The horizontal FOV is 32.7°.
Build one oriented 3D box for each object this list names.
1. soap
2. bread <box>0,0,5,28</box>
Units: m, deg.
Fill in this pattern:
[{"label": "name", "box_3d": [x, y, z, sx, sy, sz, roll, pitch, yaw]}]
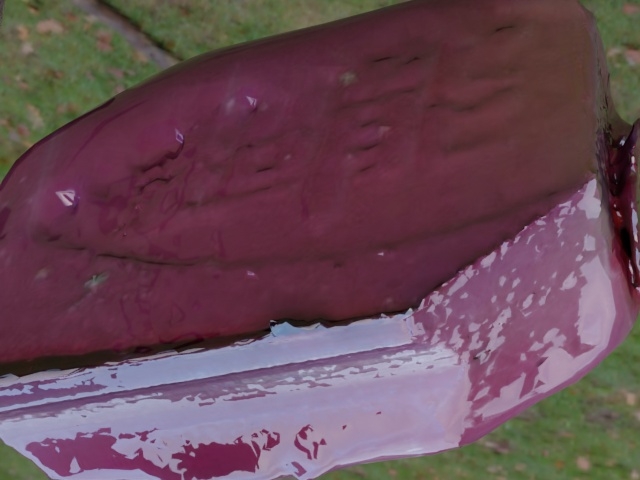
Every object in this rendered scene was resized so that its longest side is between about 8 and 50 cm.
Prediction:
[{"label": "soap", "box_3d": [0.000, 0.000, 0.525, 0.324, 0.220, 0.127, -9, 140, 12]}, {"label": "bread", "box_3d": [-0.322, -0.088, 0.715, 0.187, 0.339, 0.155, 11, 173, 1]}]
